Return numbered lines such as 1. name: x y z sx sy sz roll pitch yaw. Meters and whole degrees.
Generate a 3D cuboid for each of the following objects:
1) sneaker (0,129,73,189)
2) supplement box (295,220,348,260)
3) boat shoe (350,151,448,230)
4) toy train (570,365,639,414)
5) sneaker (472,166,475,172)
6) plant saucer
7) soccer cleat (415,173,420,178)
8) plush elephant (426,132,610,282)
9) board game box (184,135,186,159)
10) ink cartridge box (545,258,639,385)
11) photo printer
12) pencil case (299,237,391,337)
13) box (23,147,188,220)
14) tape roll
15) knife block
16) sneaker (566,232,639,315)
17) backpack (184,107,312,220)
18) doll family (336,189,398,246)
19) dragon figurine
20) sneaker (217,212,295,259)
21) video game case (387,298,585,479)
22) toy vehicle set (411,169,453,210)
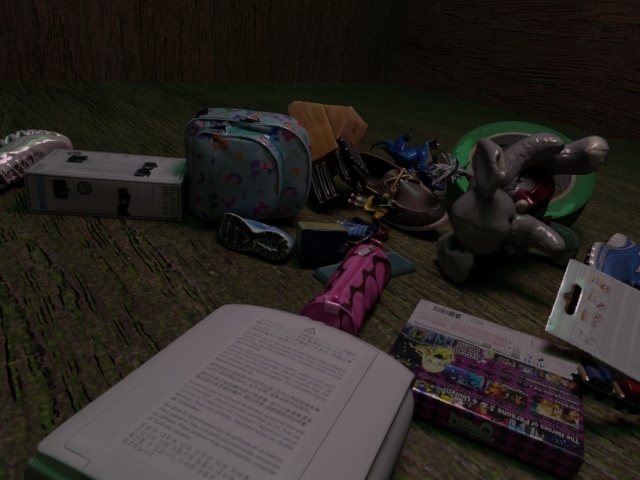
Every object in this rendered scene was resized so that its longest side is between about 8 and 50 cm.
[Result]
1. sneaker: -0.658 -0.151 1.027 0.292 0.110 0.118 -25 47 -36
2. supplement box: 0.000 0.000 0.904 0.084 0.056 0.083 3 12 -11
3. boat shoe: 0.166 -0.121 1.141 0.117 0.096 0.324 -29 35 -13
4. toy train: 0.370 0.187 0.594 0.158 0.036 0.027 24 33 -12
5. sneaker: 0.515 -0.163 1.353 0.169 0.108 0.292 -4 26 -16
6. plant saucer: 0.082 0.051 0.883 0.192 0.018 0.067 -10 30 -34
7. soccer cleat: 0.294 -0.169 1.310 0.084 0.029 0.035 11 21 -3
8. plush elephant: 0.342 -0.053 0.904 0.330 0.271 0.255 16 36 13
9. board game box: -0.171 -0.228 1.318 0.304 0.097 0.224 15 25 16
10. ink cartridge box: 0.404 0.125 0.680 0.179 0.045 0.145 27 56 15
11. photo printer: -0.057 0.176 0.471 0.256 0.107 0.307 17 26 19
12. pencil case: 0.040 0.076 0.719 0.095 0.098 0.209 29 31 6
13. box: -0.421 -0.117 1.022 0.290 0.087 0.169 2 25 -10
14. tape roll: 0.467 -0.150 1.174 0.322 0.077 0.321 -2 54 2
15. knife block: -0.002 -0.202 1.189 0.276 0.241 0.088 19 -10 38
16. sneaker: 0.526 0.071 0.832 0.147 0.129 0.330 24 30 37
17. backpack: -0.140 -0.148 1.001 0.254 0.225 0.191 2 27 -6
18. doll family: 0.103 -0.044 1.009 0.112 0.076 0.192 14 54 19
19. dragon figurine: 0.212 -0.212 1.285 0.289 0.085 0.144 26 49 34
20. sneaker: -0.119 -0.005 0.921 0.162 0.063 0.073 22 11 20
21. video game case: 0.208 0.170 0.634 0.232 0.041 0.210 17 26 19
22. toy vehicle set: 0.245 -0.146 1.324 0.166 0.035 0.267 -1 26 -17
